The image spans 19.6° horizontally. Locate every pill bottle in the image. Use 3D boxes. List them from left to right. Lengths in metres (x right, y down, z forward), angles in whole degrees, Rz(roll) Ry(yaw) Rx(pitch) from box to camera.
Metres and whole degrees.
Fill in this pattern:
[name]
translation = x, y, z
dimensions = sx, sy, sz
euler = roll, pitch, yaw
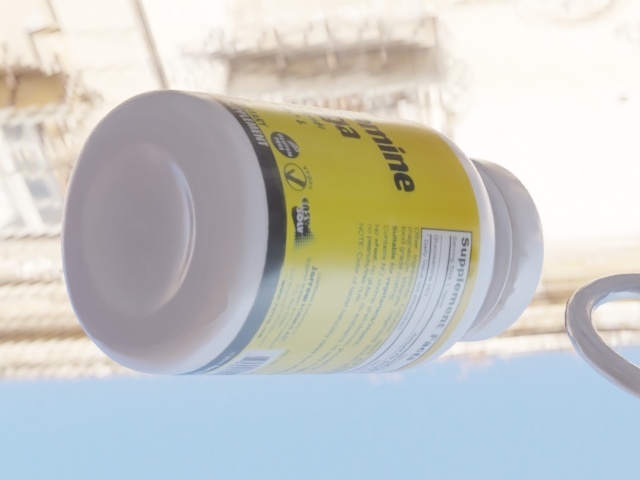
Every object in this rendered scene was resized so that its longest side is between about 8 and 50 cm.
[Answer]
[pill bottle]
translation = 0.000, 0.000, 1.301
dimensions = 0.334, 0.188, 0.188
euler = 3, -143, -45

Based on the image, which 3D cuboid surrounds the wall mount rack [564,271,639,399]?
[wall mount rack]
translation = 0.297, 0.013, 0.823
dimensions = 0.350, 0.130, 0.304
euler = 16, -150, 4
